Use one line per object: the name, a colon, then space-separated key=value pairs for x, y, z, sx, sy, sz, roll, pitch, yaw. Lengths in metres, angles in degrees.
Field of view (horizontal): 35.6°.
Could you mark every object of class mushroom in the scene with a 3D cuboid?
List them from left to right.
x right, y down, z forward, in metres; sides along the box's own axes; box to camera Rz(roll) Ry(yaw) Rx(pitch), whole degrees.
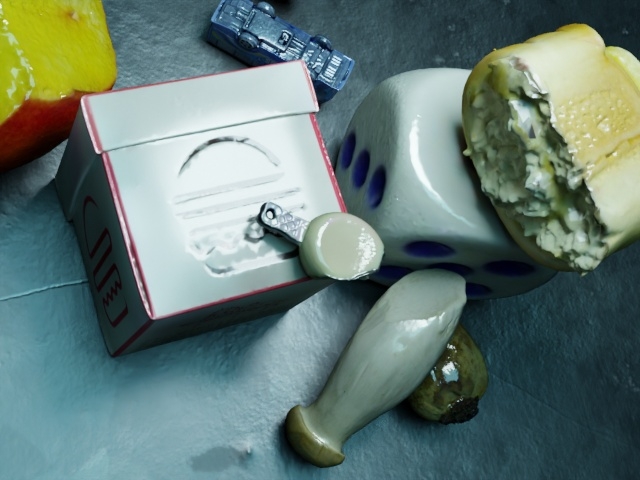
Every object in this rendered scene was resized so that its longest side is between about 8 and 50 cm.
mushroom: x=0.084 y=0.180 z=1.443 sx=0.128 sy=0.128 sz=0.350 roll=41 pitch=94 yaw=-3

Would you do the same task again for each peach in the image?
peach: x=-0.455 y=-0.210 z=1.343 sx=0.380 sy=0.306 sz=0.242 roll=-25 pitch=96 yaw=-4

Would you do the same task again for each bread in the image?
bread: x=0.327 y=-0.121 z=1.317 sx=0.270 sy=0.211 sz=0.316 roll=-27 pitch=91 yaw=-34

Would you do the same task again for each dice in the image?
dice: x=0.202 y=-0.076 z=1.531 sx=0.304 sy=0.304 sz=0.277 roll=10 pitch=69 yaw=-17

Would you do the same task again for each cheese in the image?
cheese: x=0.000 y=0.007 z=1.238 sx=0.171 sy=0.047 sz=0.092 roll=9 pitch=70 yaw=-24

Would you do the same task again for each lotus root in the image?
lotus root: x=0.180 y=0.180 z=1.540 sx=0.138 sy=0.138 sz=0.214 roll=-9 pitch=72 yaw=-22

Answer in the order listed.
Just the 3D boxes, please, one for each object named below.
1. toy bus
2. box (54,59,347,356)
toy bus: x=-0.066 y=-0.313 z=1.628 sx=0.236 sy=0.094 sz=0.079 roll=29 pitch=72 yaw=-7
box: x=-0.165 y=-0.036 z=1.381 sx=0.314 sy=0.312 sz=0.300 roll=-14 pitch=81 yaw=-24
